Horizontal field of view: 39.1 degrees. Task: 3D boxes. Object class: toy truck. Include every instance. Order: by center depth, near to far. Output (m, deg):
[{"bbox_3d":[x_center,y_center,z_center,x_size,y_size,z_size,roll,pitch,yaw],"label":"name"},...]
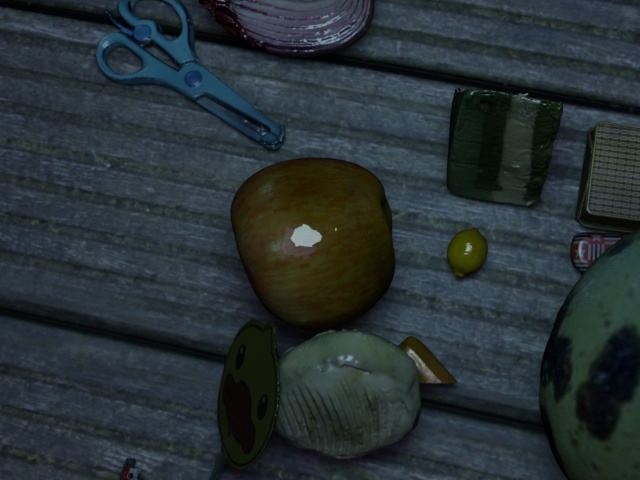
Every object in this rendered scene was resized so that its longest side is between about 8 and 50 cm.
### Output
[{"bbox_3d":[-0.303,0.383,1.409,0.032,0.024,0.083,11,83,37],"label":"toy truck"}]

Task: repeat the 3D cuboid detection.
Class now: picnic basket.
[{"bbox_3d":[0.464,-0.097,1.393,0.115,0.079,0.164,8,81,7],"label":"picnic basket"}]

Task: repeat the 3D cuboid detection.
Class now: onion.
[{"bbox_3d":[-0.055,-0.399,1.473,0.283,0.120,0.227,-8,81,1],"label":"onion"}]

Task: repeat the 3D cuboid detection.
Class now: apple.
[{"bbox_3d":[0.000,0.000,1.332,0.264,0.264,0.264,-1,80,5],"label":"apple"}]

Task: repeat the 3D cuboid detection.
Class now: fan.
[{"bbox_3d":[-0.123,0.261,1.344,0.011,0.229,0.335,12,112,-25],"label":"fan"}]

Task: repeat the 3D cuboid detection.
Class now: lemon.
[{"bbox_3d":[0.228,0.020,1.405,0.062,0.062,0.083,20,96,8],"label":"lemon"}]

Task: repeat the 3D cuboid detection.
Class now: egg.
[{"bbox_3d":[0.475,0.176,1.209,0.345,0.345,0.428,17,84,8],"label":"egg"}]

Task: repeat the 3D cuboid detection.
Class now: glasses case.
[{"bbox_3d":[0.483,0.027,1.384,0.194,0.049,0.073,4,83,6],"label":"glasses case"}]

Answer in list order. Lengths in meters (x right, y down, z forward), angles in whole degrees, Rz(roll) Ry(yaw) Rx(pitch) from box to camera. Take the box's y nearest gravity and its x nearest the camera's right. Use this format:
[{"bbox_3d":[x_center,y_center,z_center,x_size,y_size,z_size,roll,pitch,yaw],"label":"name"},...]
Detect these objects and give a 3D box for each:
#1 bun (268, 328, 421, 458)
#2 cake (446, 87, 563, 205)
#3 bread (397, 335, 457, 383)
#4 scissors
[{"bbox_3d":[0.037,0.213,1.323,0.239,0.239,0.141,-3,46,5],"label":"bun"},{"bbox_3d":[0.268,-0.135,1.328,0.158,0.283,0.172,5,97,7],"label":"cake"},{"bbox_3d":[0.154,0.199,1.386,0.062,0.049,0.103,-41,77,-3],"label":"bread"},{"bbox_3d":[-0.212,-0.276,1.512,0.393,0.032,0.180,37,85,11],"label":"scissors"}]
